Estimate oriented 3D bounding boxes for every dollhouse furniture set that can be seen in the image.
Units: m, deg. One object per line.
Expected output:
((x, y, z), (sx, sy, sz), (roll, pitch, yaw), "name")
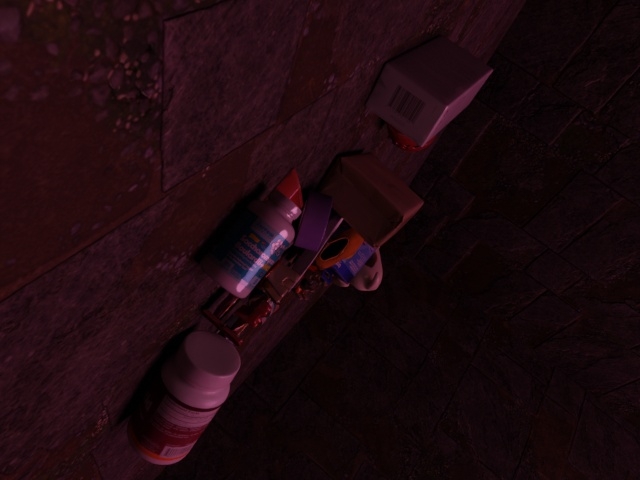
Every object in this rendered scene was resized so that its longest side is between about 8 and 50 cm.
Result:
((-0.038, 0.168, 2.484), (0.262, 0.135, 0.259), (-53, 159, 7), "dollhouse furniture set")
((-0.211, 0.164, 1.349), (0.201, 0.152, 0.374), (-48, 178, -23), "dollhouse furniture set")

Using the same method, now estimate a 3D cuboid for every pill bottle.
((-0.424, 0.485, 1.473), (0.392, 0.224, 0.224), (-56, 169, 19), "pill bottle")
((-0.164, 0.001, 1.169), (0.264, 0.146, 0.146), (-52, 170, -5), "pill bottle")

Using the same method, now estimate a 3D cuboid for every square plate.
((0.000, 0.000, 1.792), (0.347, 0.049, 0.344), (-55, 178, 25), "square plate")

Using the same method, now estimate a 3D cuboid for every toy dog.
((0.207, 0.047, 2.546), (0.395, 0.284, 0.409), (-133, -136, -79), "toy dog")

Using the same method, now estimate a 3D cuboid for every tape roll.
((-0.025, -0.063, 1.537), (0.189, 0.080, 0.189), (-163, -90, -84), "tape roll")

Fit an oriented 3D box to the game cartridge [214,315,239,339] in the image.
((-0.418, 0.429, 1.796), (0.297, 0.062, 0.198), (-45, 172, -34), "game cartridge")

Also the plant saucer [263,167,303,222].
((-0.134, -0.058, 1.379), (0.259, 0.047, 0.258), (-51, 170, -11), "plant saucer")

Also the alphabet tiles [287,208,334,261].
((-0.014, -0.031, 2.007), (0.342, 0.011, 0.285), (-47, 175, -4), "alphabet tiles")

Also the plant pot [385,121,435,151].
((0.333, -0.438, 1.742), (0.191, 0.191, 0.174), (-54, 164, 11), "plant pot")

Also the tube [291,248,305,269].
((-0.081, 0.085, 2.019), (0.080, 0.052, 0.207), (-51, 170, -46), "tube")

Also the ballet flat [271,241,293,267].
((-0.151, 0.024, 1.521), (0.213, 0.072, 0.068), (-52, 145, -54), "ballet flat")

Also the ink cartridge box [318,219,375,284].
((0.123, 0.023, 2.257), (0.395, 0.151, 0.270), (-49, 143, -7), "ink cartridge box")

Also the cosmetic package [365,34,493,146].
((0.364, -0.502, 1.540), (0.453, 0.230, 0.162), (-41, 166, -43), "cosmetic package")

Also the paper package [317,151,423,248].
((0.185, -0.158, 1.698), (0.168, 0.309, 0.324), (-48, 171, 26), "paper package")

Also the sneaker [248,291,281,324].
((-0.220, 0.250, 1.927), (0.121, 0.108, 0.302), (-48, 177, -26), "sneaker")

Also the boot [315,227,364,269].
((0.102, 0.017, 1.995), (0.295, 0.104, 0.211), (-39, 174, -17), "boot")

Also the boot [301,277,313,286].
((-0.068, 0.223, 2.674), (0.121, 0.045, 0.099), (-41, 163, -43), "boot")
